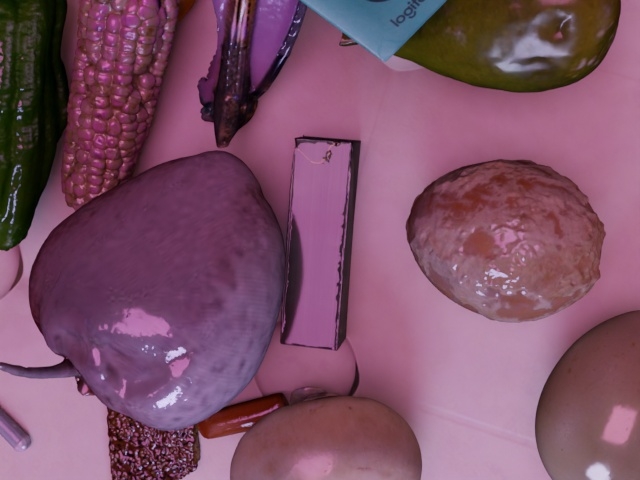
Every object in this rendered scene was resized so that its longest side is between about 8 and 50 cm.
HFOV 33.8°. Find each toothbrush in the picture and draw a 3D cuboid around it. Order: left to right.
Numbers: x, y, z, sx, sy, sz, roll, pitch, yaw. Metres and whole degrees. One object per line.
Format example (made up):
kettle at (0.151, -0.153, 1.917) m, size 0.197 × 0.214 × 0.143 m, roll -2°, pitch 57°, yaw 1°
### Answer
toothbrush at (-0.543, 0.179, 1.511) m, size 0.342 × 0.025 × 0.030 m, roll 42°, pitch 105°, yaw 2°

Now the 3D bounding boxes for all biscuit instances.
biscuit at (-0.234, 0.283, 1.475) m, size 0.131 × 0.026 × 0.236 m, roll -2°, pitch 95°, yaw 11°

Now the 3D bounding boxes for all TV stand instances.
TV stand at (0.000, 0.000, 1.376) m, size 0.083 × 0.088 × 0.269 m, roll 6°, pitch 97°, yaw 9°

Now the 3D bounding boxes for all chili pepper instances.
chili pepper at (-0.418, -0.188, 1.377) m, size 0.168 × 0.213 × 0.384 m, roll 0°, pitch 110°, yaw -33°

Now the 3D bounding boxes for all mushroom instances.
mushroom at (0.008, 0.285, 1.357) m, size 0.246 × 0.202 × 0.246 m, roll -3°, pitch 136°, yaw -3°

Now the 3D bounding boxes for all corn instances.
corn at (-0.263, -0.192, 1.353) m, size 0.127 × 0.126 × 0.335 m, roll 17°, pitch 115°, yaw 7°

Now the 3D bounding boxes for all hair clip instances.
hair clip at (-0.088, -0.261, 1.277) m, size 0.110 × 0.095 × 0.358 m, roll 31°, pitch 135°, yaw 16°

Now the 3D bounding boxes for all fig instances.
fig at (0.199, -0.299, 1.247) m, size 0.314 × 0.233 × 0.233 m, roll 19°, pitch 99°, yaw 10°

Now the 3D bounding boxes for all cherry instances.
cherry at (-0.191, 0.068, 1.302) m, size 0.335 × 0.291 × 0.326 m, roll -29°, pitch 50°, yaw 9°

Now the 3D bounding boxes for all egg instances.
egg at (0.224, 0.000, 1.289) m, size 0.245 × 0.203 × 0.203 m, roll 13°, pitch 98°, yaw 18°
egg at (0.369, 0.205, 1.292) m, size 0.189 × 0.188 × 0.253 m, roll 24°, pitch 90°, yaw 5°

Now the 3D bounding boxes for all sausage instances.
sausage at (-0.106, 0.241, 1.442) m, size 0.131 × 0.041 × 0.039 m, roll -15°, pitch 98°, yaw 10°

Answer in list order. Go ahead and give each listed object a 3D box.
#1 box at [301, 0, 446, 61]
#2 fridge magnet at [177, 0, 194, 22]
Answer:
box at (0.022, -0.353, 1.105) m, size 0.311 × 0.118 × 0.205 m, roll 30°, pitch 114°, yaw -39°
fridge magnet at (-0.225, -0.346, 1.386) m, size 0.143 × 0.063 × 0.143 m, roll 1°, pitch 96°, yaw 10°
